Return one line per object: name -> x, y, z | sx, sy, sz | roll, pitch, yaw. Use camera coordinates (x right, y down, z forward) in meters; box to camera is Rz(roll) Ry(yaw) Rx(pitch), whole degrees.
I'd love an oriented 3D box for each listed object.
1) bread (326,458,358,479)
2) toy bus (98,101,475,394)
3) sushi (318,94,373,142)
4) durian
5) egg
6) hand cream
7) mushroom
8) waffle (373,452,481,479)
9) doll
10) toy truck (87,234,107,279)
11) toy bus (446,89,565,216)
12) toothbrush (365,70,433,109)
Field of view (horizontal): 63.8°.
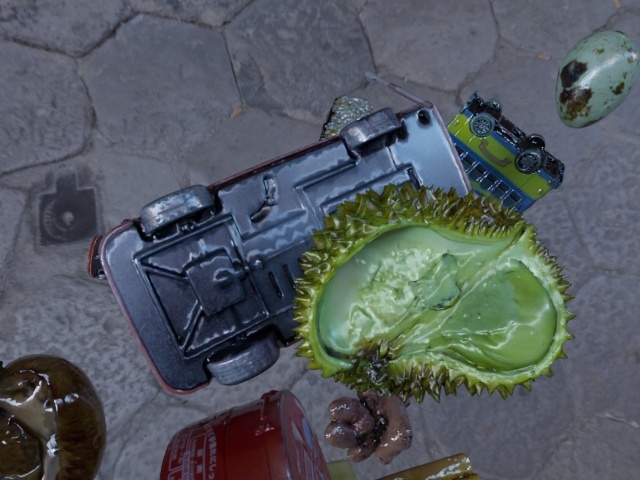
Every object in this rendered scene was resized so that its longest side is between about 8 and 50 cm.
bread -> 0.024, 0.715, 1.504 | 0.178, 0.060, 0.140 | 2, 35, -19
toy bus -> -0.031, -0.003, 0.635 | 0.426, 0.233, 0.203 | -25, 94, -20
sushi -> 0.070, -0.311, 1.510 | 0.136, 0.126, 0.225 | 18, 80, 10
durian -> 0.086, 0.048, 0.468 | 0.236, 0.176, 0.200 | -1, 86, -9
egg -> 0.645, -0.376, 1.212 | 0.169, 0.169, 0.231 | 21, 105, 0
hand cream -> -0.071, 0.297, 0.583 | 0.149, 0.230, 0.231 | -19, 82, 0
mushroom -> -0.479, 0.301, 0.830 | 0.263, 0.195, 0.283 | -21, 120, 8
waffle -> 0.139, 0.533, 0.994 | 0.327, 0.224, 0.098 | -5, 44, -21
doll -> 0.140, 0.472, 1.296 | 0.156, 0.303, 0.201 | 4, 77, 41
toy truck -> -0.479, 0.053, 1.324 | 0.252, 0.114, 0.108 | 11, 85, -45
toy bus -> 0.452, -0.216, 1.327 | 0.312, 0.190, 0.152 | 39, 39, 2
toothbrush -> 0.064, -0.126, 0.432 | 0.006, 0.008, 0.097 | -33, 41, -8
